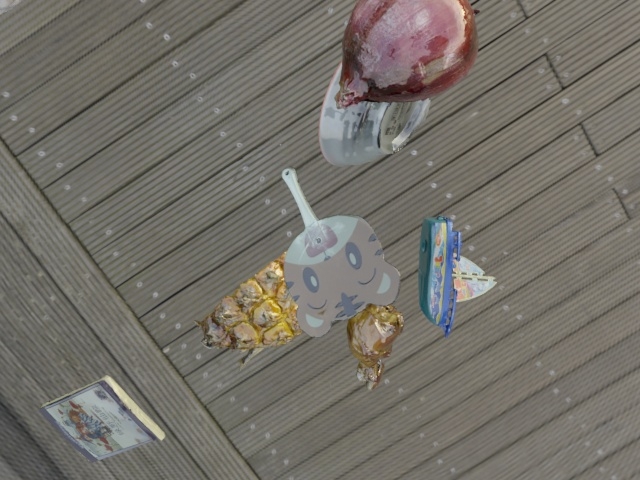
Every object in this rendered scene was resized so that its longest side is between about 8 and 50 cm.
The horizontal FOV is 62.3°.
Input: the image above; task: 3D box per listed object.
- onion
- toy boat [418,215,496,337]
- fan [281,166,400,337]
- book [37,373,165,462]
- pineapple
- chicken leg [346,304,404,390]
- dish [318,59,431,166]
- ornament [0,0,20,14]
[{"bbox_3d":[0.089,-0.227,0.632,0.194,0.159,0.159,-37,101,4],"label":"onion"},{"bbox_3d":[0.195,0.054,0.748,0.110,0.091,0.175,2,99,0],"label":"toy boat"},{"bbox_3d":[0.000,0.000,0.676,0.152,0.008,0.227,-31,72,22],"label":"fan"},{"bbox_3d":[-0.413,0.340,0.986,0.231,0.026,0.157,-27,108,31],"label":"book"},{"bbox_3d":[-0.136,0.168,1.053,0.334,0.161,0.158,-36,90,28],"label":"pineapple"},{"bbox_3d":[0.090,0.190,0.940,0.087,0.252,0.107,35,59,27],"label":"chicken leg"},{"bbox_3d":[0.112,-0.222,0.878,0.085,0.260,0.260,34,97,24],"label":"dish"},{"bbox_3d":[-0.556,-0.474,0.746,0.336,0.337,0.337,-1,100,-4],"label":"ornament"}]
